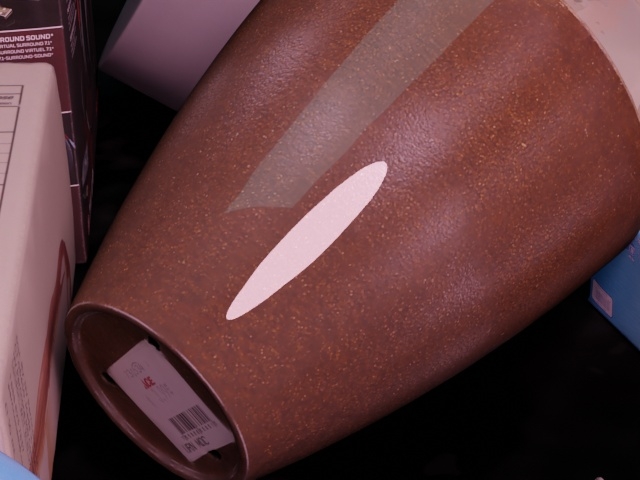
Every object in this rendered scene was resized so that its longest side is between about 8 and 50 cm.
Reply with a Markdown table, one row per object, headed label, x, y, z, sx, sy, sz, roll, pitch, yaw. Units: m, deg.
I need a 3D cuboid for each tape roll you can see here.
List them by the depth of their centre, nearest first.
| label | x | y | z | sx | sy | sz | roll | pitch | yaw |
| --- | --- | --- | --- | --- | --- | --- | --- | --- | --- |
| tape roll | -0.050 | -0.181 | 1.176 | 0.072 | 0.219 | 0.219 | 29 | 29 | -11 |

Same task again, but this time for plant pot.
| label | x | y | z | sx | sy | sz | roll | pitch | yaw |
| --- | --- | --- | --- | --- | --- | --- | --- | --- | --- |
| plant pot | 0.000 | 0.000 | 0.915 | 0.215 | 0.215 | 0.230 | 22 | 53 | 34 |

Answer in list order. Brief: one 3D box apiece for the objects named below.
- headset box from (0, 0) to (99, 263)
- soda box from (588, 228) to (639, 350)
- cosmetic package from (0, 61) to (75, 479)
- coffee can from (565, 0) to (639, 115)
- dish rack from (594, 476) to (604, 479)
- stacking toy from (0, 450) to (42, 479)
| label | x | y | z | sx | sy | sz | roll | pitch | yaw |
| --- | --- | --- | --- | --- | --- | --- | --- | --- | --- |
| headset box | -0.187 | -0.162 | 1.081 | 0.110 | 0.293 | 0.218 | -3 | 30 | -3 |
| soda box | 0.208 | 0.043 | 0.935 | 0.071 | 0.067 | 0.210 | -13 | 33 | -19 |
| cosmetic package | -0.196 | 0.040 | 0.900 | 0.153 | 0.129 | 0.296 | -3 | 31 | 0 |
| coffee can | 0.102 | -0.160 | 1.153 | 0.201 | 0.201 | 0.275 | 2 | 31 | 5 |
| dish rack | 0.079 | 0.161 | 0.737 | 0.271 | 0.074 | 0.208 | -6 | 30 | -7 |
| stacking toy | -0.202 | 0.203 | 0.630 | 0.175 | 0.166 | 0.302 | 25 | 49 | 11 |
